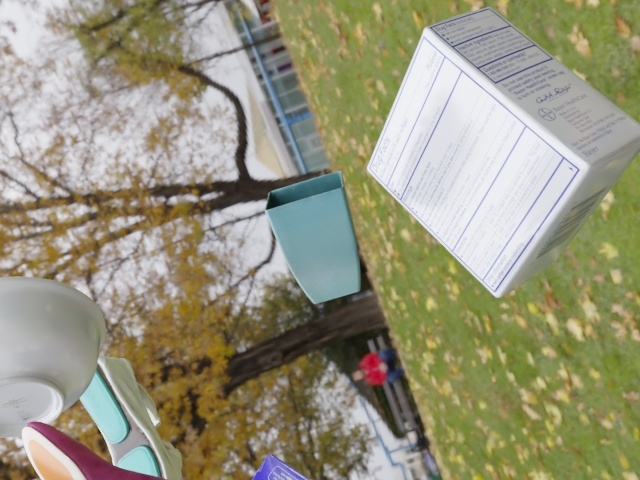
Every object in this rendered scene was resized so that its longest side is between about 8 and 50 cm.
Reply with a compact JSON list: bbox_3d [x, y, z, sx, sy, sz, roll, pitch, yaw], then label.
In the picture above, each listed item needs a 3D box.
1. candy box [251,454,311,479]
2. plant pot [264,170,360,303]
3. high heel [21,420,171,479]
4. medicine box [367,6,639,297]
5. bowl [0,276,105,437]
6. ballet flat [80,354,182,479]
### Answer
[{"bbox_3d":[-0.049,0.465,0.986,0.268,0.317,0.122,16,155,52],"label":"candy box"},{"bbox_3d":[0.000,0.000,1.712,0.166,0.165,0.234,-91,-15,-73],"label":"plant pot"},{"bbox_3d":[-0.251,0.289,1.006,0.244,0.082,0.117,40,-143,-1],"label":"high heel"},{"bbox_3d":[0.238,-0.122,1.112,0.289,0.149,0.263,47,142,22],"label":"medicine box"},{"bbox_3d":[-0.465,0.201,1.217,0.298,0.297,0.134,63,-177,-50],"label":"bowl"},{"bbox_3d":[-0.342,0.393,1.561,0.400,0.139,0.139,61,-177,16],"label":"ballet flat"}]
